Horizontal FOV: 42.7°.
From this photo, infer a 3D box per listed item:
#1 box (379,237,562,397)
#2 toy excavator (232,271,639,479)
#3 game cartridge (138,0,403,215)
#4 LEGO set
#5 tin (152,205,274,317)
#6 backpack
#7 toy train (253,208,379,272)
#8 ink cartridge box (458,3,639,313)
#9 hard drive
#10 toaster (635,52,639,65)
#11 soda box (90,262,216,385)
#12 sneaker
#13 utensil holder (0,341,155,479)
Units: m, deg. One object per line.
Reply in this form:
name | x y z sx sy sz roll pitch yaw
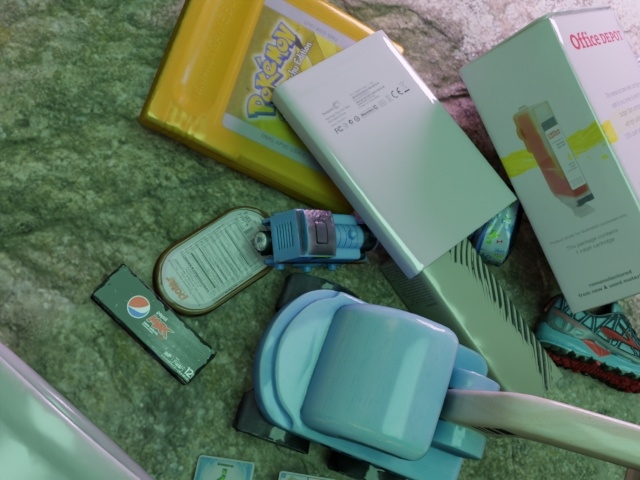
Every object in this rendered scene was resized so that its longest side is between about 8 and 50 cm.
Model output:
box | 0.212 0.113 1.167 0.094 0.113 0.275 -37 94 -22
toy excavator | 0.149 0.195 0.953 0.432 0.445 0.222 24 74 -12
game cartridge | -0.055 -0.221 1.140 0.323 0.052 0.285 25 73 -26
LEGO set | -0.057 0.366 0.995 0.244 0.060 0.183 7 64 10
tin | -0.138 0.026 1.108 0.189 0.040 0.106 -35 88 -20
backpack | 0.250 -0.023 1.210 0.084 0.105 0.114 13 76 7
toy train | 0.000 0.000 1.100 0.184 0.105 0.080 3 80 -43
ink cartridge box | 0.397 -0.127 1.189 0.279 0.160 0.385 -23 88 -51
hard drive | 0.102 -0.124 1.115 0.203 0.040 0.308 -34 83 -27
toaster | 0.554 -0.239 1.336 0.227 0.129 0.146 -37 89 -18
soda box | -0.216 0.109 1.057 0.169 0.053 0.060 45 70 -7
sneaker | 0.456 0.153 1.245 0.261 0.104 0.125 22 72 -14
utensil holder | -0.392 0.313 0.821 0.327 0.327 0.385 43 72 -7
